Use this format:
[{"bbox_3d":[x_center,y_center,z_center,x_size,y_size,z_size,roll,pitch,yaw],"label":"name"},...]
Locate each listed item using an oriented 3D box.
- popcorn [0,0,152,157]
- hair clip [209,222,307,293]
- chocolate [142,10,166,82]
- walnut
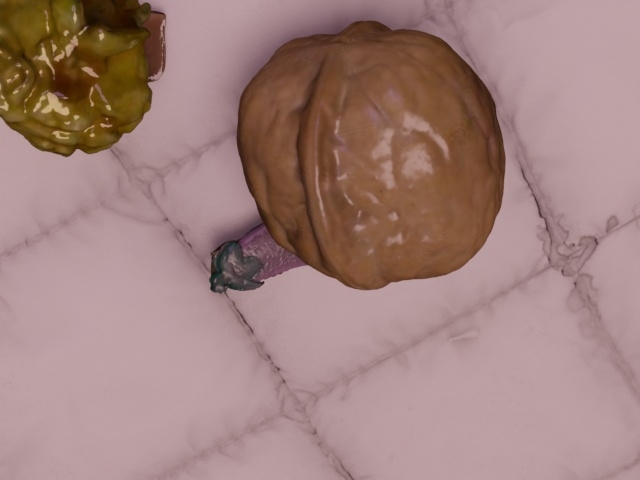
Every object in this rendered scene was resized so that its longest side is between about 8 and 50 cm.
[{"bbox_3d":[-0.335,-0.237,1.438,0.257,0.224,0.270,-9,107,-11],"label":"popcorn"},{"bbox_3d":[0.000,-0.002,1.731,0.358,0.110,0.095,-12,161,-9],"label":"hair clip"},{"bbox_3d":[-0.240,-0.265,1.551,0.064,0.031,0.101,-8,120,-15],"label":"chocolate"},{"bbox_3d":[0.069,-0.109,1.538,0.381,0.381,0.381,-5,120,-9],"label":"walnut"}]
